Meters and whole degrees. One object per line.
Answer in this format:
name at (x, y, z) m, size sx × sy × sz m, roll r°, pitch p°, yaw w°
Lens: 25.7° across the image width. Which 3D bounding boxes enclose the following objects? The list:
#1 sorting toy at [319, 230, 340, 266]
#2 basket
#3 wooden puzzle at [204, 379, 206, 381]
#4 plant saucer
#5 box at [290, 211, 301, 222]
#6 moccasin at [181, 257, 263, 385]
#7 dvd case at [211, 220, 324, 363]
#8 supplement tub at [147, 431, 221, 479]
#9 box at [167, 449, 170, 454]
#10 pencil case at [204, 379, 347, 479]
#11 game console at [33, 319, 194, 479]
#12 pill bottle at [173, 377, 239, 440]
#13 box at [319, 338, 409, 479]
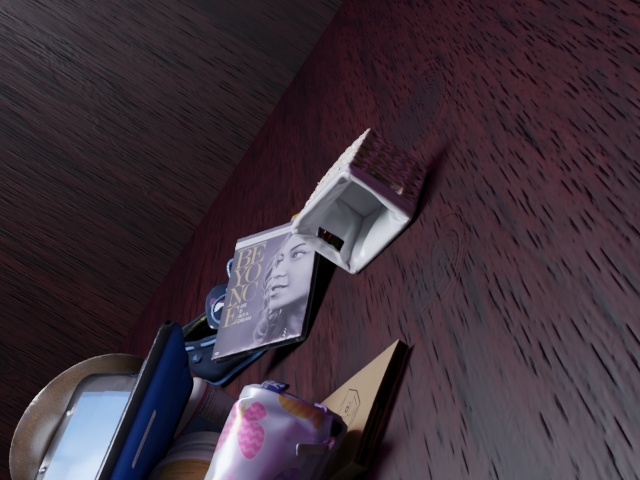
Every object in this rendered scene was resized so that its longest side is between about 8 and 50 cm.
sorting toy at (0.000, 0.000, 2.133) m, size 0.061 × 0.042 × 0.102 m, roll -53°, pitch 12°, yaw 27°
basket at (0.055, -0.053, 1.858) m, size 0.167 × 0.113 × 0.103 m, roll -46°, pitch 13°, yaw 50°
wooden puzzle at (-0.177, 0.209, 2.432) m, size 0.078 × 0.014 × 0.116 m, roll -41°, pitch 20°, yaw 58°
plant saucer at (-0.373, 0.339, 2.368) m, size 0.050 × 0.310 × 0.310 m, roll 36°, pitch 95°, yaw 43°
box at (-0.035, 0.003, 2.284) m, size 0.105 × 0.043 × 0.179 m, roll -62°, pitch 14°, yaw -14°
moccasin at (-0.134, 0.123, 2.191) m, size 0.342 × 0.117 × 0.138 m, roll -46°, pitch 16°, yaw 40°
dvd case at (-0.075, 0.068, 2.062) m, size 0.164 × 0.018 × 0.221 m, roll -18°, pitch 45°, yaw 33°
supplement tub at (-0.143, 0.330, 1.597) m, size 0.144 × 0.144 × 0.200 m, roll -50°, pitch 13°, yaw 36°
box at (-0.310, 0.393, 2.179) m, size 0.121 × 0.148 × 0.311 m, roll -58°, pitch 9°, yaw 4°
pencil case at (-0.067, 0.283, 1.406) m, size 0.113 × 0.124 × 0.273 m, roll 45°, pitch -116°, yaw -56°
game console at (-0.280, 0.251, 1.673) m, size 0.250 × 0.173 × 0.293 m, roll 89°, pitch -163°, yaw -58°
pill bottle at (-0.149, 0.235, 1.839) m, size 0.087 × 0.160 × 0.087 m, roll -56°, pitch 11°, yaw 16°
box at (0.019, 0.213, 1.522) m, size 0.201 × 0.021 × 0.164 m, roll -47°, pitch 16°, yaw 49°
